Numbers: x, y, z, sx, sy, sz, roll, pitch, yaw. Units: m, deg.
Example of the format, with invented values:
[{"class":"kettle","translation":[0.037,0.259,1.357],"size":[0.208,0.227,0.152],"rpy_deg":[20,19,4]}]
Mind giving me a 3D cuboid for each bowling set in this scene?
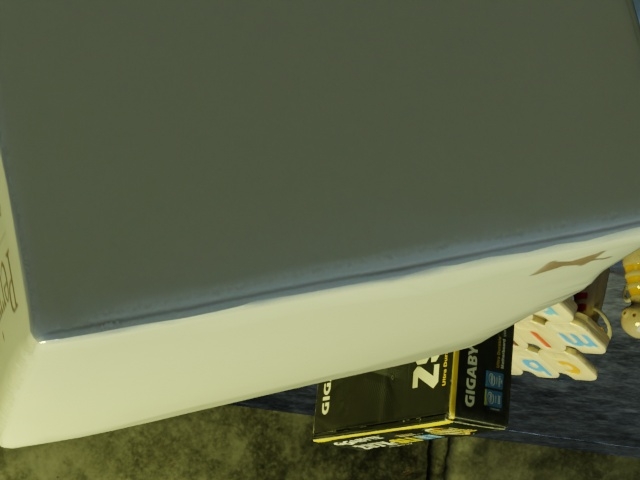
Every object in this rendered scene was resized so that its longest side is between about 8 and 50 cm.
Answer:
[{"class":"bowling set","translation":[0.255,0.044,2.094],"size":[0.199,0.154,0.287],"rpy_deg":[11,164,-17]}]

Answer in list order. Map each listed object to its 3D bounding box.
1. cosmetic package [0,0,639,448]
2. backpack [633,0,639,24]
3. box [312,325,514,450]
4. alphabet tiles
[{"class":"cosmetic package","translation":[-0.049,-0.128,0.991],"size":[0.327,0.394,0.329],"rpy_deg":[-10,168,-16]},{"class":"backpack","translation":[0.239,-0.152,1.197],"size":[0.355,0.273,0.290],"rpy_deg":[-33,156,8]},{"class":"box","translation":[0.099,0.044,1.843],"size":[0.079,0.322,0.257],"rpy_deg":[14,164,-30]},{"class":"alphabet tiles","translation":[0.190,0.083,2.079],"size":[0.284,0.021,0.278],"rpy_deg":[0,147,47]}]
